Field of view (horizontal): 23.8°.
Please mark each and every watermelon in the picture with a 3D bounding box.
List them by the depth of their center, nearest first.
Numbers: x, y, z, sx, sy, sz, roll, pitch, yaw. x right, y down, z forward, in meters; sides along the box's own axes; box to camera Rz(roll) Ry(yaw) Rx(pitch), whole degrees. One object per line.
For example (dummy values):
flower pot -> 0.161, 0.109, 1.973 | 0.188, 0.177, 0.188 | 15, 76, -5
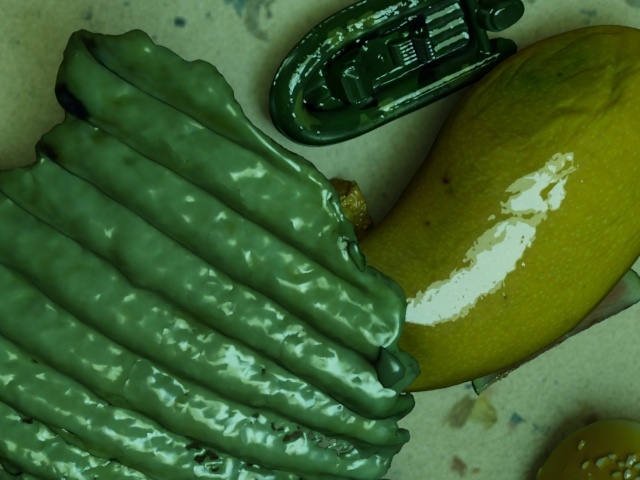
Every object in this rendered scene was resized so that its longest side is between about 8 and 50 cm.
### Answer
watermelon -> 0.180, 0.068, 1.224 | 0.163, 0.087, 0.069 | -27, 140, -6

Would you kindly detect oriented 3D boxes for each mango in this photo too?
mango -> 0.148, -0.017, 1.147 | 0.187, 0.144, 0.359 | 43, 84, -20

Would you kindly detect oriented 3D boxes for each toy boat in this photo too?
toy boat -> 0.055, -0.139, 1.145 | 0.210, 0.052, 0.104 | -26, 125, -8

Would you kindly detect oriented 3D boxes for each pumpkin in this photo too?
pumpkin -> 0.000, 0.000, 1.167 | 0.083, 0.054, 0.074 | -30, 114, -28

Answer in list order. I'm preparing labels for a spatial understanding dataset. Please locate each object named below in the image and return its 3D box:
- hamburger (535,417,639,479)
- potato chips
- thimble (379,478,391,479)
hamburger -> 0.243, 0.288, 1.215 | 0.151, 0.227, 0.295 | -3, 104, -36
potato chips -> -0.111, 0.063, 1.067 | 0.373, 0.097, 0.389 | -35, 104, 29
thimble -> 0.011, 0.289, 1.162 | 0.219, 0.219, 0.150 | -41, 111, -2
